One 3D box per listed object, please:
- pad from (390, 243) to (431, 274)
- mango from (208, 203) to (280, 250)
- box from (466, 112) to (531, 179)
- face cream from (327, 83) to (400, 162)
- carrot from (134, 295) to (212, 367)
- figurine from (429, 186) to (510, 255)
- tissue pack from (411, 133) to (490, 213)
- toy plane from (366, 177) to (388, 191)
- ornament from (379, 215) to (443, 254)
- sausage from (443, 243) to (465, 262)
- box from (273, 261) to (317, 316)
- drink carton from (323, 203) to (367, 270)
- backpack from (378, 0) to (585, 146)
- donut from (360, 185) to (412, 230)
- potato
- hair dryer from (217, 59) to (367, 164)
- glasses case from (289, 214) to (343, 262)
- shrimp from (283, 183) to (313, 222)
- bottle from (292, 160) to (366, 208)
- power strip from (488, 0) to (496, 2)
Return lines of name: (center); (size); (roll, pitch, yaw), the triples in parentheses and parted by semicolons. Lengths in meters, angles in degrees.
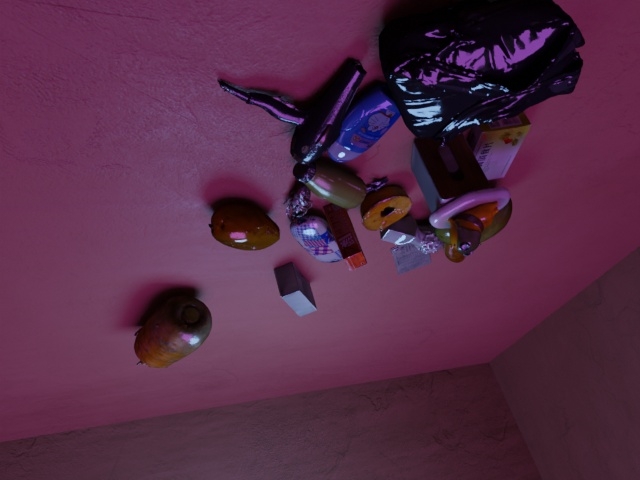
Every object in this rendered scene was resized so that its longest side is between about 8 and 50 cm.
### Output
pad: (0.395, 0.070, 2.344); (0.159, 0.009, 0.265); (-22, 149, 4)
mango: (-0.234, -0.038, 1.729); (0.248, 0.156, 0.151); (19, 97, -42)
box: (0.564, -0.299, 1.805); (0.175, 0.062, 0.261); (-11, 149, -11)
face cream: (0.115, -0.318, 1.530); (0.149, 0.083, 0.264); (11, 138, -37)
carrot: (-0.566, 0.355, 2.099); (0.224, 0.224, 0.340); (9, 143, -37)
figurine: (0.463, -0.048, 1.602); (0.249, 0.141, 0.166); (-23, 149, 9)
tissue pack: (0.397, -0.201, 1.698); (0.159, 0.246, 0.136); (-15, 149, -6)
toy plane: (0.191, -0.185, 1.825); (0.083, 0.031, 0.078); (-22, 164, 10)
ornament: (0.355, -0.022, 2.065); (0.285, 0.130, 0.120); (9, 144, -36)
sausage: (0.561, 0.006, 2.242); (0.108, 0.109, 0.271); (-17, 148, -2)
box: (-0.099, 0.200, 2.178); (0.086, 0.130, 0.225); (-21, 148, 7)
drink carton: (0.083, -0.019, 1.842); (0.070, 0.223, 0.096); (-23, 149, 6)
backpack: (0.378, -0.409, 1.288); (0.445, 0.255, 0.363); (-13, 151, 23)
donut: (0.222, -0.119, 1.904); (0.190, 0.075, 0.174); (-36, 143, 19)
potato: (0.556, -0.089, 1.997); (0.304, 0.216, 0.216); (-25, 150, -11)
hair dryer: (-0.081, -0.360, 1.376); (0.359, 0.120, 0.304); (15, 128, -29)
glasses case: (0.000, 0.000, 1.960); (0.125, 0.076, 0.327); (-14, 151, 18)
shrimp: (-0.072, -0.119, 1.761); (0.073, 0.075, 0.190); (-39, 172, -31)
bottle: (0.026, -0.180, 1.669); (0.112, 0.112, 0.260); (-37, 144, 28)
power strip: (0.444, -0.505, 1.420); (0.090, 0.063, 0.385); (-9, 148, 5)
